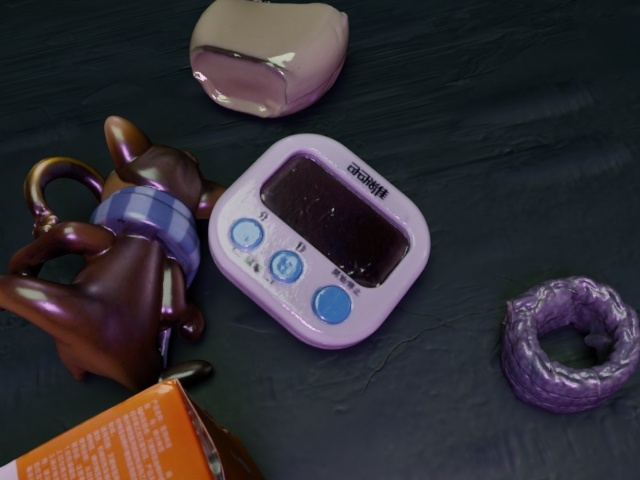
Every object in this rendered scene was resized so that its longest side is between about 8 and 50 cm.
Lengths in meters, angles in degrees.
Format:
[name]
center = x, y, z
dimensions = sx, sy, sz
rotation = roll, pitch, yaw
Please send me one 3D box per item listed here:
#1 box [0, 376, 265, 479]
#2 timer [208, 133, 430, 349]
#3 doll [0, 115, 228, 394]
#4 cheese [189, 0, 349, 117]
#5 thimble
[box]
center = -0.227, 0.300, 0.564
dimensions = 0.341, 0.225, 0.143
rotation = -27, 57, -8
[timer]
center = 0.000, 0.000, 0.765
dimensions = 0.262, 0.087, 0.237
rotation = 40, 67, 5
[doll]
center = -0.267, 0.023, 0.781
dimensions = 0.318, 0.209, 0.340
rotation = 22, 61, -16
[cheese]
center = -0.088, -0.329, 0.997
dimensions = 0.266, 0.127, 0.233
rotation = 16, 59, 15
[thimble]
center = 0.284, 0.118, 0.673
dimensions = 0.150, 0.098, 0.150
rotation = -4, 58, 6
